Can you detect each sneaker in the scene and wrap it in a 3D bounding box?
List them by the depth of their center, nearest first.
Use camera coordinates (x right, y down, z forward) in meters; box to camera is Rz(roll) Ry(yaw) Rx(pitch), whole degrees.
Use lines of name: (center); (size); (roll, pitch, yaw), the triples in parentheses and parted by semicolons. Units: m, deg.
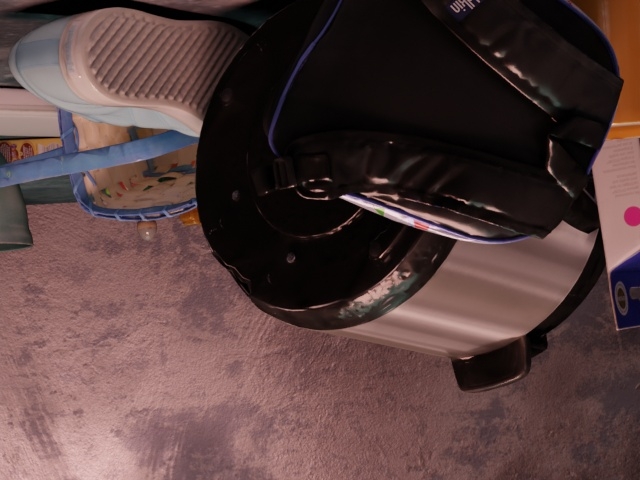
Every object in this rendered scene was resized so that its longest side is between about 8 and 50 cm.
sneaker: (-0.190, -0.184, 1.656); (0.150, 0.135, 0.366); (3, 173, 34)

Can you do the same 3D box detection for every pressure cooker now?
pressure cooker: (0.119, -0.062, 1.640); (0.375, 0.370, 0.420); (33, -170, 39)

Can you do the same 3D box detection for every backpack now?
backpack: (0.108, -0.125, 1.267); (0.263, 0.276, 0.213); (27, -167, -5)

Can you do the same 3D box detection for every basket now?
basket: (-0.229, -0.122, 1.858); (0.255, 0.201, 0.289); (-5, -172, 35)

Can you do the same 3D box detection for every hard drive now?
hard drive: (-0.430, -0.179, 2.096); (0.307, 0.040, 0.203); (-2, 176, -39)

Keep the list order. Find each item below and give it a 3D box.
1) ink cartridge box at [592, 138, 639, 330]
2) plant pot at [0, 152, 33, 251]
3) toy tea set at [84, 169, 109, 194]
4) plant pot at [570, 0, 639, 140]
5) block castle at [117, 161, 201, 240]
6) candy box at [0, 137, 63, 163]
ink cartridge box: (0.338, -0.096, 1.573); (0.069, 0.371, 0.176); (-8, 176, 32)
plant pot: (-0.588, -0.079, 2.268); (0.293, 0.196, 0.293); (-4, 176, 0)
toy tea set: (-0.302, -0.118, 2.462); (0.200, 0.124, 0.336); (2, 176, -13)
plant pot: (0.272, -0.192, 1.392); (0.205, 0.188, 0.205); (-4, 177, 0)
block castle: (-0.061, -0.111, 2.240); (0.453, 0.213, 0.303); (-2, 176, -41)
candy box: (-0.516, -0.141, 2.547); (0.187, 0.053, 0.109); (-5, 177, -11)
